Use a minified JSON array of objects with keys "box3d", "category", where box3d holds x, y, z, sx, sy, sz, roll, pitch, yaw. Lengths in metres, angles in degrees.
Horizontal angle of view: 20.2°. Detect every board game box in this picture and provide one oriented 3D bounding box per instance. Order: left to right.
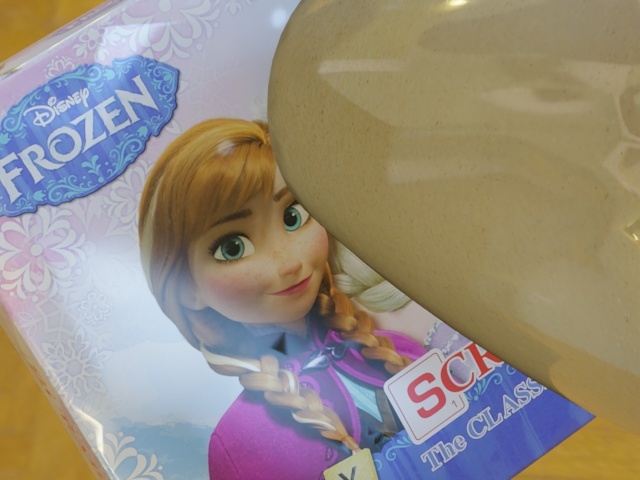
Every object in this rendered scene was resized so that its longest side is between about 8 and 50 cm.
[{"box3d":[0.000,0.000,0.908,0.318,0.318,0.066,-34,16,-15],"category":"board game box"}]

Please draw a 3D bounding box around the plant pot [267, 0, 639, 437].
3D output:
[{"box3d":[0.112,-0.045,0.715,0.274,0.256,0.257,10,83,48],"category":"plant pot"}]
